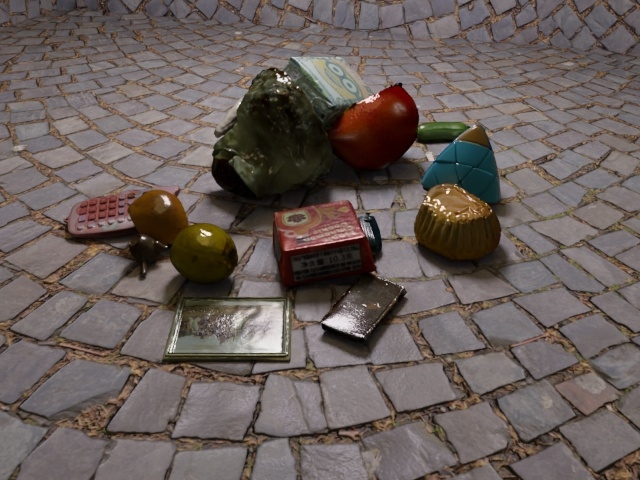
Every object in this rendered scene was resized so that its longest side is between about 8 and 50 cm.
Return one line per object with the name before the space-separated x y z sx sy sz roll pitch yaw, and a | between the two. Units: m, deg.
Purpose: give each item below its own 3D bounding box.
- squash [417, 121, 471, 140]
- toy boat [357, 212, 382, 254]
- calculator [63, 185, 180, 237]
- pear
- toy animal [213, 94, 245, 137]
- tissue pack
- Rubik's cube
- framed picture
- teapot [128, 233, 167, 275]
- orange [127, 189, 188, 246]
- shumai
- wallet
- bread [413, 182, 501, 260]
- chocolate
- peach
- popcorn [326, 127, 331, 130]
squash | 0.450 -0.403 2.202 0.219 0.068 0.077 -1 18 -3
toy boat | 0.135 -0.012 1.613 0.055 0.060 0.141 -3 41 -8
calculator | -0.560 -0.079 1.704 0.330 0.048 0.220 -9 36 -11
pear | -0.282 0.031 1.453 0.162 0.148 0.149 17 37 16
toy animal | -0.212 -0.404 2.107 0.188 0.308 0.266 22 80 7
tissue pack | 0.029 -0.490 1.966 0.228 0.128 0.311 53 35 10
Rubik's cube | 0.468 -0.222 1.795 0.255 0.254 0.254 1 34 -1
framed picture | -0.199 0.191 1.331 0.275 0.017 0.217 -1 34 -3
teapot | -0.439 0.035 1.506 0.085 0.080 0.110 -21 43 19
orange | -0.423 -0.064 1.585 0.170 0.112 0.160 24 64 -19
shumai | -0.174 -0.278 1.805 0.348 0.395 0.395 -35 42 -6
wallet | 0.101 0.154 1.379 0.122 0.031 0.232 18 36 25
bread | 0.370 -0.047 1.600 0.240 0.139 0.239 2 37 -1
chocolate | 0.000 0.000 1.525 0.238 0.107 0.234 -8 33 -5
peach | 0.180 -0.340 1.937 0.362 0.257 0.201 -31 79 -33
popcorn | 0.071 -0.515 2.241 0.259 0.259 0.212 -29 59 -37
